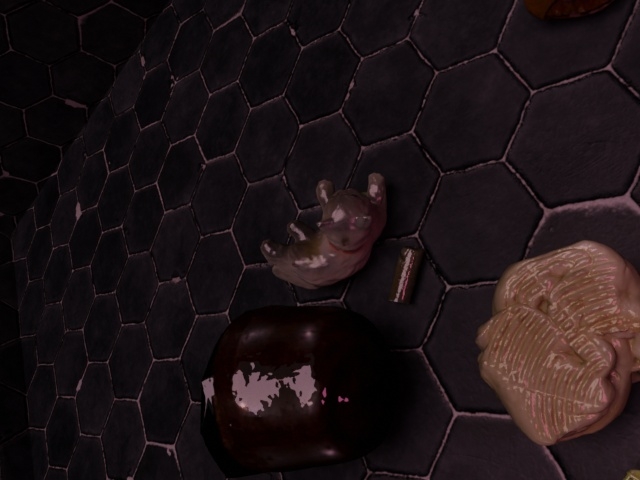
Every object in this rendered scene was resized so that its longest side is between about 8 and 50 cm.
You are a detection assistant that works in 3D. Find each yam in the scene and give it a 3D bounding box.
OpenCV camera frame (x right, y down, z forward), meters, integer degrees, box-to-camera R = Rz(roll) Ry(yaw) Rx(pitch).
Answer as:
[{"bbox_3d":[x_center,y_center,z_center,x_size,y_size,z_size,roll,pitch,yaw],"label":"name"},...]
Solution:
[{"bbox_3d":[0.187,0.076,1.261,0.054,0.054,0.132,15,90,44],"label":"yam"}]

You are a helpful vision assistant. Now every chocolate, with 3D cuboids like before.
[{"bbox_3d":[-0.007,0.314,1.202,0.331,0.384,0.383,-2,76,28],"label":"chocolate"}]

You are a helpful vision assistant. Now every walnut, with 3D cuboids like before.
[{"bbox_3d":[0.493,-0.490,1.109,0.207,0.116,0.115,-2,77,35],"label":"walnut"}]

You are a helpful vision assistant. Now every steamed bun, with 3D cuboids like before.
[{"bbox_3d":[0.404,0.164,0.943,0.276,0.203,0.289,-22,78,27],"label":"steamed bun"}]

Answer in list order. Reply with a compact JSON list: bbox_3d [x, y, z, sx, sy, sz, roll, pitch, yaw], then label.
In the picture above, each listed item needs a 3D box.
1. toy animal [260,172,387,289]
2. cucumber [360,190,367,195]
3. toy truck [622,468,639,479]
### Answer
[{"bbox_3d":[0.000,0.000,1.315,0.308,0.188,0.266,-2,110,6],"label":"toy animal"},{"bbox_3d":[0.043,-0.015,1.419,0.056,0.056,0.250,39,104,42],"label":"cucumber"},{"bbox_3d":[0.526,0.408,0.834,0.191,0.085,0.116,32,91,42],"label":"toy truck"}]
